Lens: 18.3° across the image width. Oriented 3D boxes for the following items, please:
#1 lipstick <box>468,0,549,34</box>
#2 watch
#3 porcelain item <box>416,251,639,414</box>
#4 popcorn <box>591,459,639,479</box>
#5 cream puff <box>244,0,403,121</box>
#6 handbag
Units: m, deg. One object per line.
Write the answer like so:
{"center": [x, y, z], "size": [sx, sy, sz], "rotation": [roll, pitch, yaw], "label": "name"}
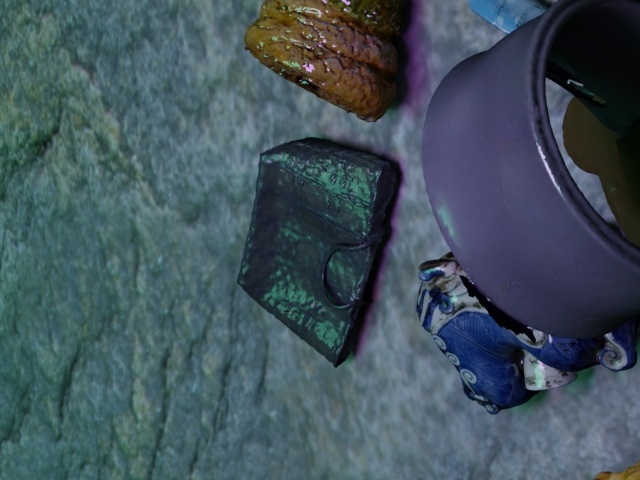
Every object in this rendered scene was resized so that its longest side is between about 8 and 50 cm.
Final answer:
{"center": [0.217, -0.217, 2.016], "size": [0.158, 0.048, 0.048], "rotation": [41, 128, 38], "label": "lipstick"}
{"center": [0.271, -0.048, 1.760], "size": [0.314, 0.327, 0.335], "rotation": [-31, 74, 50], "label": "watch"}
{"center": [0.213, 0.086, 2.026], "size": [0.288, 0.138, 0.186], "rotation": [-7, 103, 53], "label": "porcelain item"}
{"center": [0.335, 0.311, 1.878], "size": [0.250, 0.190, 0.250], "rotation": [2, 93, 52], "label": "popcorn"}
{"center": [0.027, -0.241, 2.185], "size": [0.183, 0.183, 0.169], "rotation": [36, 99, 42], "label": "cream puff"}
{"center": [0.000, 0.000, 2.321], "size": [0.175, 0.089, 0.270], "rotation": [32, 123, 35], "label": "handbag"}
